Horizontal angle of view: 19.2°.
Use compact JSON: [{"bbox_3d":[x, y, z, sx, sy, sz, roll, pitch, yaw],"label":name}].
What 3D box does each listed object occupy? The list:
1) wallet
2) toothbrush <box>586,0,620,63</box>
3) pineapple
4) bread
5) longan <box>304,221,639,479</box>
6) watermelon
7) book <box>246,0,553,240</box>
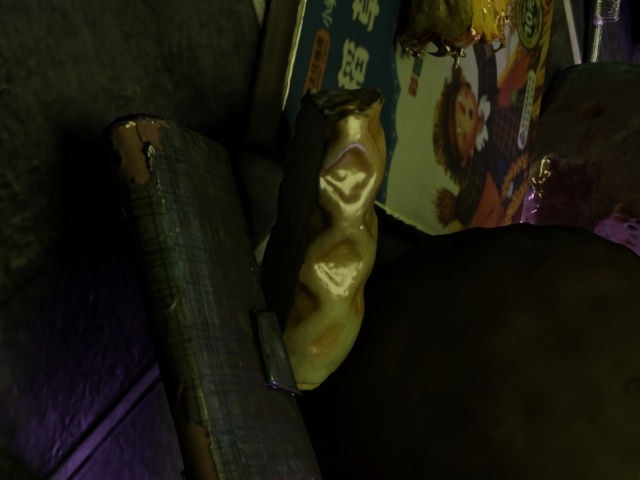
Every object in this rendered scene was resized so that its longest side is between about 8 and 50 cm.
[{"bbox_3d":[-0.062,0.076,1.245,0.169,0.044,0.317,15,57,-69],"label":"wallet"},{"bbox_3d":[0.279,-0.126,1.939,0.026,0.028,0.294,-3,102,-57],"label":"toothbrush"},{"bbox_3d":[0.110,-0.207,1.543,0.137,0.069,0.116,-54,132,-54],"label":"pineapple"},{"bbox_3d":[0.000,0.000,1.364,0.088,0.128,0.232,8,109,-18],"label":"bread"},{"bbox_3d":[0.208,0.190,1.506,0.404,0.404,0.436,-54,135,-41],"label":"longan"},{"bbox_3d":[0.296,-0.036,1.795,0.226,0.318,0.148,-23,127,-11],"label":"watermelon"},{"bbox_3d":[0.085,-0.160,1.597,0.428,0.039,0.300,26,72,-57],"label":"book"}]
